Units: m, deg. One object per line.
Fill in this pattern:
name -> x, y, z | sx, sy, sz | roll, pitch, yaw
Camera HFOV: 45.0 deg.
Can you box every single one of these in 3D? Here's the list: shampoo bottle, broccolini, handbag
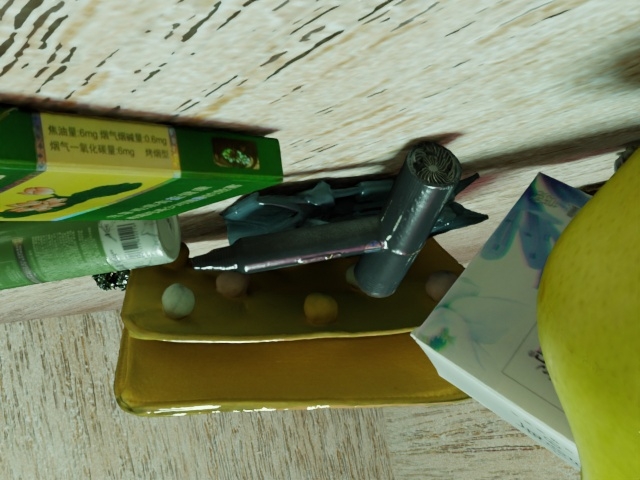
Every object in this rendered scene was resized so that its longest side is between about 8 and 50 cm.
shampoo bottle -> -0.218, 0.006, 0.620 | 0.205, 0.065, 0.065 | -9, 175, 8
broccolini -> -0.209, 0.055, 1.167 | 0.123, 0.062, 0.271 | 6, 177, 32
handbag -> -0.028, 0.070, 0.892 | 0.401, 0.133, 0.283 | -2, -161, -7
handbag -> 0.029, -0.019, 0.761 | 0.229, 0.062, 0.179 | -7, 174, -22

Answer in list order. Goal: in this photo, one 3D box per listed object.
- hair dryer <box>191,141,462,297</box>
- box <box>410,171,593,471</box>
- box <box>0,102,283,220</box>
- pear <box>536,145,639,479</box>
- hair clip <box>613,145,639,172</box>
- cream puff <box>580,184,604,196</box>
hair dryer -> -0.002, -0.008, 0.621 | 0.195, 0.050, 0.173 | -3, 147, -17
box -> 0.255, 0.093, 0.671 | 0.274, 0.203, 0.116 | 33, 169, 33
box -> -0.146, -0.037, 0.433 | 0.132, 0.034, 0.235 | -12, 174, 40
pear -> 0.326, 0.042, 0.393 | 0.418, 0.362, 0.362 | -20, 169, 31
hair clip -> 0.370, -0.082, 0.772 | 0.146, 0.056, 0.187 | -9, 166, 16
cream puff -> 0.384, -0.022, 1.056 | 0.104, 0.119, 0.133 | 34, -179, -24
